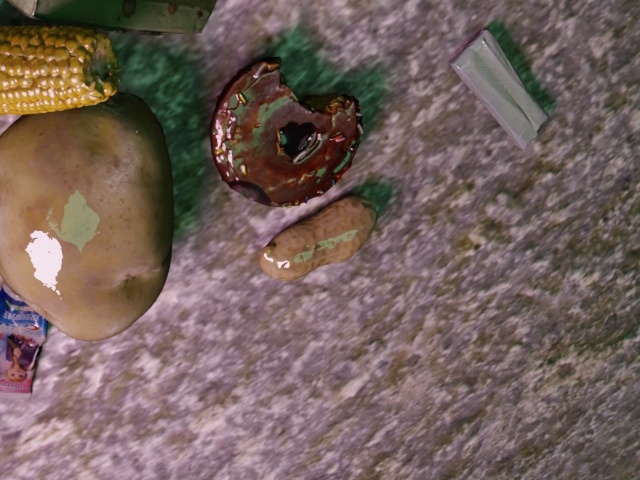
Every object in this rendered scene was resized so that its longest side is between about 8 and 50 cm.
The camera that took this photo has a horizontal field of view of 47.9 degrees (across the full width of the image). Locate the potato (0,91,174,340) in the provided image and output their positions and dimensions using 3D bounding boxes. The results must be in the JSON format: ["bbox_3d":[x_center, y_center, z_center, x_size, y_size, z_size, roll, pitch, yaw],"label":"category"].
[{"bbox_3d":[-0.315,-0.037,0.960,0.243,0.221,0.326,-13,116,-28],"label":"potato"}]

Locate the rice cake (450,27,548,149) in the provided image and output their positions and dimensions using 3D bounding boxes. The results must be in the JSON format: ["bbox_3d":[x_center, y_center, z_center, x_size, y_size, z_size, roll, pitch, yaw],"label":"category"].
[{"bbox_3d":[0.308,-0.250,1.213,0.080,0.042,0.222,-48,120,0],"label":"rice cake"}]

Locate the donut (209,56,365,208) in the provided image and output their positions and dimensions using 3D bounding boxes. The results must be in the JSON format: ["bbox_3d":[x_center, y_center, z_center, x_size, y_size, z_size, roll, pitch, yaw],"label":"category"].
[{"bbox_3d":[-0.057,-0.161,1.081,0.230,0.096,0.216,8,113,-24],"label":"donut"}]

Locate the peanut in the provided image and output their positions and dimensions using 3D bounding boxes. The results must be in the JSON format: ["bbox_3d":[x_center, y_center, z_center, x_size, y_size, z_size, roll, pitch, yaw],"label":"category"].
[{"bbox_3d":[0.000,0.000,1.182,0.214,0.099,0.099,-26,121,-11],"label":"peanut"}]

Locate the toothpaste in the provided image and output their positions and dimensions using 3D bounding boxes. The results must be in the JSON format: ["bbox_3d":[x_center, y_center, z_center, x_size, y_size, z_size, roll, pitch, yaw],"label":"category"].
[{"bbox_3d":[-0.463,0.140,1.095,0.096,0.061,0.266,12,115,-27],"label":"toothpaste"}]

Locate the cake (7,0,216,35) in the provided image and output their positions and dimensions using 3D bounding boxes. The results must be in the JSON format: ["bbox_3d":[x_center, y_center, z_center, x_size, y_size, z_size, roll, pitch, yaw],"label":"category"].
[{"bbox_3d":[-0.276,-0.369,0.924,0.283,0.172,0.158,-12,131,-54],"label":"cake"}]

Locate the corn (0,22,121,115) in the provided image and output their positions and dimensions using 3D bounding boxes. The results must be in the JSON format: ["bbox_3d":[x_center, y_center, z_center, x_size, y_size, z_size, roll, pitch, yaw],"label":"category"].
[{"bbox_3d":[-0.385,-0.199,0.853,0.318,0.115,0.115,5,119,20],"label":"corn"}]
